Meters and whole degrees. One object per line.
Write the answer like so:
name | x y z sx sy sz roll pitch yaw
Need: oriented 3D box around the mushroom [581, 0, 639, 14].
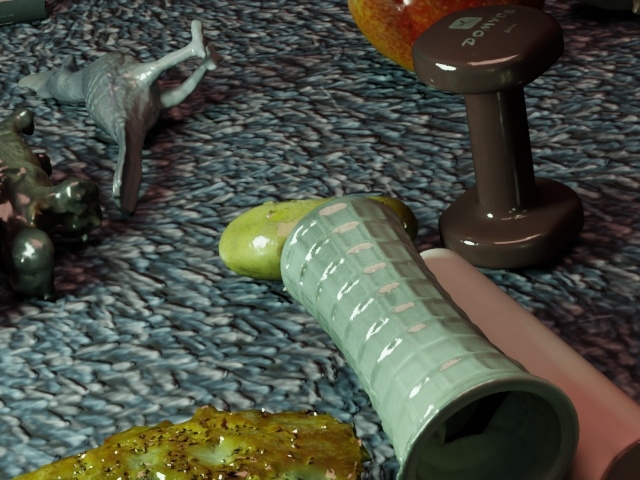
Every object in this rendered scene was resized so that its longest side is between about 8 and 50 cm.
mushroom | 0.415 -0.313 2.117 0.278 0.096 0.099 2 33 10

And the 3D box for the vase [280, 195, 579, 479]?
vase | 0.069 0.083 1.414 0.143 0.143 0.299 -16 35 -14

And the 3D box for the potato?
potato | 0.000 0.000 1.697 0.188 0.085 0.105 -8 8 -6

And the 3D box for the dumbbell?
dumbbell | 0.164 -0.095 1.671 0.124 0.225 0.140 10 33 33

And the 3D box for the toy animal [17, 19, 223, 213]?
toy animal | -0.196 -0.161 2.007 0.206 0.081 0.367 -34 34 -7

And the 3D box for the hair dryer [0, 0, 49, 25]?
hair dryer | -0.422 -0.253 2.270 0.173 0.050 0.195 -12 35 -4

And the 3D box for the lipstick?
lipstick | 0.165 0.112 1.457 0.087 0.087 0.327 -20 32 -19

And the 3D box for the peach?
peach | 0.142 -0.290 2.035 0.231 0.231 0.231 -6 30 4

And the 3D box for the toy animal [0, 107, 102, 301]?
toy animal | -0.335 -0.057 1.848 0.343 0.106 0.168 24 48 39

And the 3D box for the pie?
pie | -0.117 0.231 1.308 0.354 0.103 0.288 -15 30 -15
